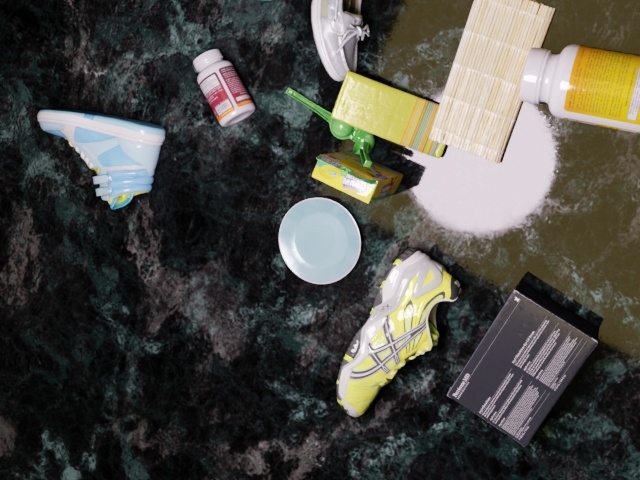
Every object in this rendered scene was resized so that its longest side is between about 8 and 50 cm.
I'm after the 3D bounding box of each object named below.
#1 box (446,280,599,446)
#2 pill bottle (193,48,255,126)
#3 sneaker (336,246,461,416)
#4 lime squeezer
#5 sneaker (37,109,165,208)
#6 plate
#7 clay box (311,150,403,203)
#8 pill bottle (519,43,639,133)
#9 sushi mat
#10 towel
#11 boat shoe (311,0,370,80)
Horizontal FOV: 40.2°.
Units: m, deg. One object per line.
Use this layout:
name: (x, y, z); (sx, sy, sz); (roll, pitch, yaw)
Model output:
box: (0.398, 0.240, 1.724); (0.184, 0.103, 0.261); (32, 109, 10)
pill bottle: (-0.209, -0.328, 1.870); (0.086, 0.086, 0.152); (-29, 88, 22)
sneaker: (0.153, 0.211, 1.791); (0.147, 0.145, 0.384); (29, 109, 15)
lime squeezer: (0.043, -0.221, 1.790); (0.310, 0.110, 0.059); (48, 133, 40)
sneaker: (-0.514, -0.185, 1.988); (0.319, 0.127, 0.208); (13, 102, 19)
plate: (0.000, 0.000, 1.878); (0.188, 0.024, 0.188); (3, 100, 19)
clay box: (0.072, -0.127, 1.723); (0.127, 0.222, 0.053); (26, 107, 15)
pill bottle: (0.495, -0.280, 1.584); (0.246, 0.136, 0.136); (14, 103, 18)
sushi mat: (0.328, -0.321, 1.690); (0.151, 0.019, 0.316); (20, 103, 10)
towel: (0.148, -0.251, 1.747); (0.237, 0.021, 0.102); (20, 102, -2)
boat shoe: (0.050, -0.480, 1.734); (0.103, 0.118, 0.320); (1, 92, 25)
